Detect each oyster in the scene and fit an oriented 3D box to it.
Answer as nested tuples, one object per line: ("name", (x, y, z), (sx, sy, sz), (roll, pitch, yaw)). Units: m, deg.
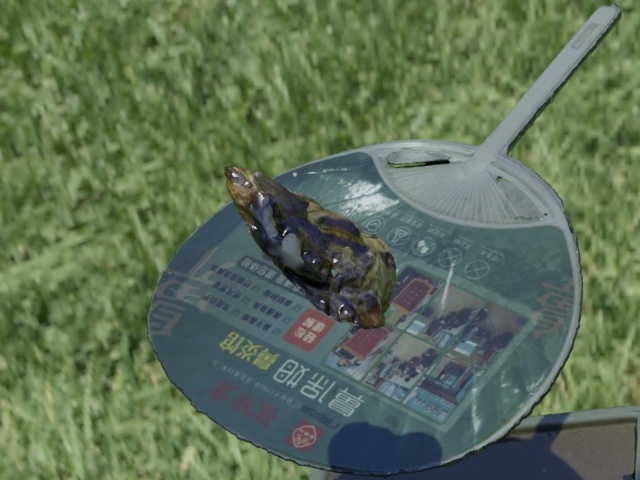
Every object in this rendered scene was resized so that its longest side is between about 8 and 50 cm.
("oyster", (-0.003, -0.002, 0.670), (0.083, 0.019, 0.054), (35, 30, -18))

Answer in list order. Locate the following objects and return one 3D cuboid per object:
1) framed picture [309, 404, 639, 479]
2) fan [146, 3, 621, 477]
("framed picture", (0.085, 0.240, 1.135), (0.240, 0.020, 0.324), (-8, 45, 19))
("fan", (0.060, 0.009, 0.899), (0.294, 0.012, 0.223), (-27, 43, -2))
